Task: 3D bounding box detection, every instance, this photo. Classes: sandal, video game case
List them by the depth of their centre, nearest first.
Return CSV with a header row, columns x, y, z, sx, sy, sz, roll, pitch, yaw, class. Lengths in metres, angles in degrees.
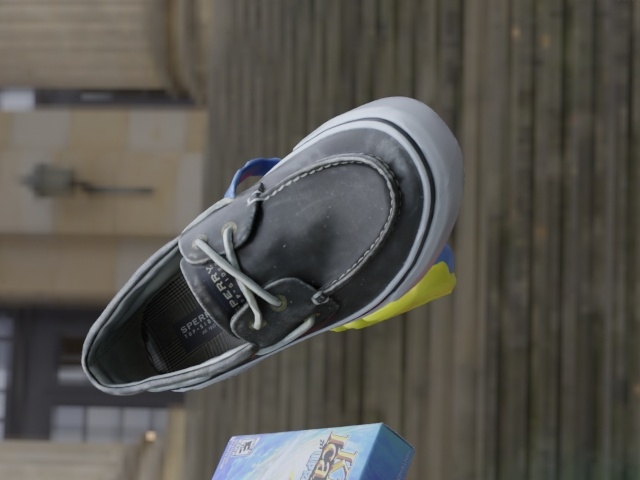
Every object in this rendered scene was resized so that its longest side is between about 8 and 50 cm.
x,y,z,sx,sy,sz,roll,pitch,yaw,class
0.000,0.000,1.754,0.317,0.126,0.138,7,112,53,sandal
-0.048,0.322,2.012,0.061,0.244,0.269,43,-124,-31,video game case

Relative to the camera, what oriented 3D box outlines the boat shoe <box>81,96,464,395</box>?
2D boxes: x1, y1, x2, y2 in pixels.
x,y,z,sx,sy,sz,roll,pitch,yaw,class
-0.037,0.027,1.277,0.119,0.335,0.121,-25,-102,-48,boat shoe
